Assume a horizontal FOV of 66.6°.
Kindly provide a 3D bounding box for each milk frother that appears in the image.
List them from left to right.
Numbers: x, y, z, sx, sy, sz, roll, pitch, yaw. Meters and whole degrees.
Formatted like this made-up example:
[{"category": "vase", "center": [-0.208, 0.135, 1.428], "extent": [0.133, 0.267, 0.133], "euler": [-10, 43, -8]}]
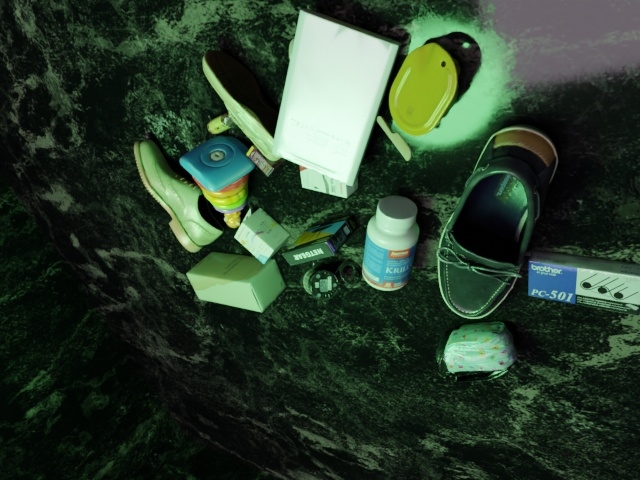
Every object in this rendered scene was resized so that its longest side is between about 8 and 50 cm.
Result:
[{"category": "milk frother", "center": [0.033, 0.111, 1.414], "extent": [0.143, 0.129, 0.135], "euler": [16, 178, -9]}]

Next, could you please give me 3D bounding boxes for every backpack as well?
[{"category": "backpack", "center": [0.392, 0.271, 1.219], "extent": [0.182, 0.152, 0.115], "euler": [-12, 111, 38]}]

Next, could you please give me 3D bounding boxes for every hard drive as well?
[{"category": "hard drive", "center": [0.022, -0.295, 1.044], "extent": [0.210, 0.040, 0.318], "euler": [24, 127, 10]}]

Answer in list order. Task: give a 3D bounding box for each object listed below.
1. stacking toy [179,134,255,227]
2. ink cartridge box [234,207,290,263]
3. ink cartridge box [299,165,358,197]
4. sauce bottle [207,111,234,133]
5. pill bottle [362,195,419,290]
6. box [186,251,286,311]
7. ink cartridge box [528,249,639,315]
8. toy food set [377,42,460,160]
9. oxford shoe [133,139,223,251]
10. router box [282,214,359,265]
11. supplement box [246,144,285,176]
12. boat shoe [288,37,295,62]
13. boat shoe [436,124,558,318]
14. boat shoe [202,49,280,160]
[{"category": "stacking toy", "center": [-0.270, -0.138, 1.417], "extent": [0.175, 0.166, 0.301], "euler": [41, 154, 28]}, {"category": "ink cartridge box", "center": [-0.184, -0.020, 1.476], "extent": [0.143, 0.090, 0.092], "euler": [41, 140, 2]}, {"category": "ink cartridge box", "center": [0.019, -0.171, 1.203], "extent": [0.135, 0.056, 0.099], "euler": [16, 132, 29]}, {"category": "sauce bottle", "center": [-0.255, -0.321, 1.310], "extent": [0.128, 0.042, 0.042], "euler": [-9, 117, 46]}, {"category": "pill bottle", "center": [0.170, 0.006, 1.179], "extent": [0.124, 0.124, 0.221], "euler": [24, 137, 22]}, {"category": "box", "center": [-0.287, 0.134, 1.654], "extent": [0.311, 0.148, 0.121], "euler": [3, 125, 36]}, {"category": "ink cartridge box", "center": [0.541, 0.084, 1.002], "extent": [0.207, 0.046, 0.097], "euler": [9, 128, 34]}, {"category": "toy food set", "center": [0.206, -0.279, 0.954], "extent": [0.128, 0.071, 0.218], "euler": [52, 141, 19]}, {"category": "oxford shoe", "center": [-0.449, -0.163, 1.573], "extent": [0.147, 0.140, 0.396], "euler": [-26, 103, 16]}, {"category": "router box", "center": [0.000, 0.000, 1.308], "extent": [0.179, 0.133, 0.046], "euler": [-16, 113, 45]}, {"category": "supplement box", "center": [-0.145, -0.222, 1.296], "extent": [0.083, 0.055, 0.043], "euler": [47, 141, -3]}, {"category": "boat shoe", "center": [-0.040, -0.380, 1.082], "extent": [0.043, 0.049, 0.137], "euler": [-125, 12, -61]}, {"category": "boat shoe", "center": [0.340, 0.005, 1.017], "extent": [0.187, 0.156, 0.500], "euler": [24, 138, 19]}, {"category": "boat shoe", "center": [-0.188, -0.326, 1.205], "extent": [0.302, 0.109, 0.098], "euler": [48, 139, -13]}]
